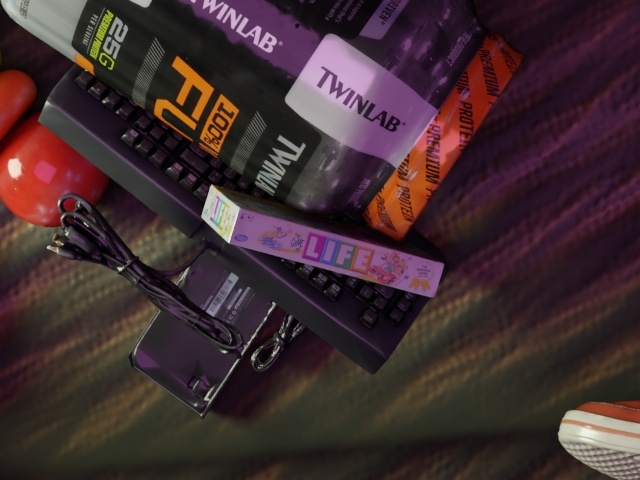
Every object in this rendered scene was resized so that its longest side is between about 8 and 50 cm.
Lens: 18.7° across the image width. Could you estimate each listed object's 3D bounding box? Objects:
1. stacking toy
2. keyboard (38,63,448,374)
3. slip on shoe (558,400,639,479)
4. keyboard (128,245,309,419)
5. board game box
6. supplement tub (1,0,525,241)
[{"bbox_3d":[-0.298,-0.132,1.474,0.330,0.141,0.141,39,102,-7],"label":"stacking toy"},{"bbox_3d":[-0.072,-0.014,1.435,0.317,0.033,0.201,37,59,0],"label":"keyboard"},{"bbox_3d":[0.342,0.136,1.433,0.331,0.123,0.101,-2,67,13],"label":"slip on shoe"},{"bbox_3d":[-0.062,0.053,1.513,0.108,0.023,0.180,35,103,8],"label":"keyboard"},{"bbox_3d":[0.000,0.000,1.381,0.154,0.103,0.026,15,97,-17],"label":"board game box"},{"bbox_3d":[-0.038,-0.158,1.380,0.338,0.207,0.207,34,102,2],"label":"supplement tub"}]
